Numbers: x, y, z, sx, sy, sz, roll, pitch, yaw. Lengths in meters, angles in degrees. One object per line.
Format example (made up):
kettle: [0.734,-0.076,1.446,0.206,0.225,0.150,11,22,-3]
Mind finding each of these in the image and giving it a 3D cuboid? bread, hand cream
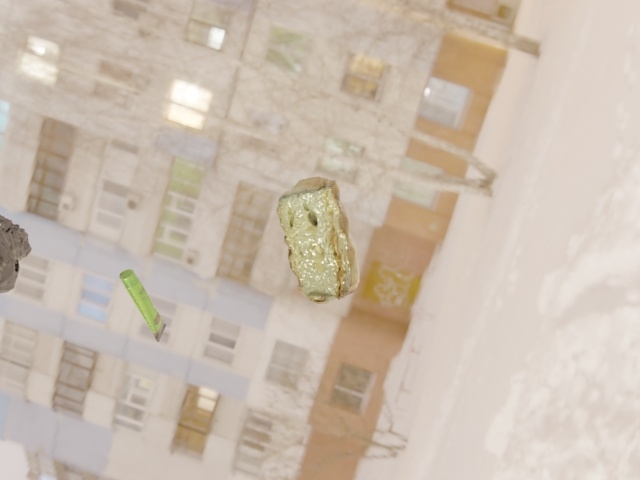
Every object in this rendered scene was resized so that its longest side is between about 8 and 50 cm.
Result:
bread: [0.000,0.000,1.816,0.088,0.128,0.232,-51,-49,-68]
hand cream: [-0.256,0.093,1.438,0.036,0.023,0.122,-74,-31,-49]

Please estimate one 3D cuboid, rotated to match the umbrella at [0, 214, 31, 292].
umbrella: [-0.646,0.103,1.759,0.128,0.154,0.337,-17,46,56]
